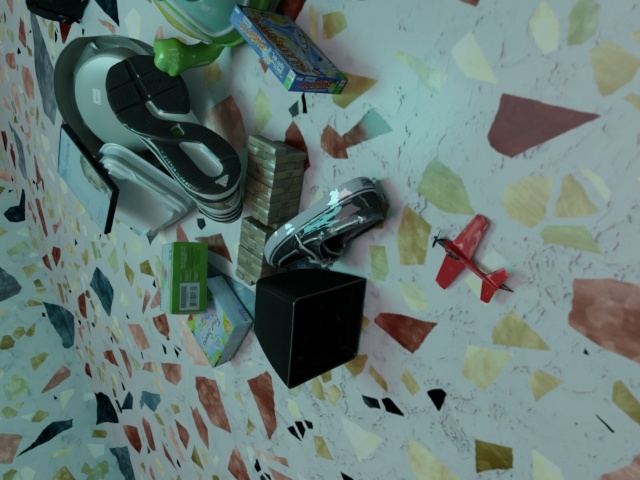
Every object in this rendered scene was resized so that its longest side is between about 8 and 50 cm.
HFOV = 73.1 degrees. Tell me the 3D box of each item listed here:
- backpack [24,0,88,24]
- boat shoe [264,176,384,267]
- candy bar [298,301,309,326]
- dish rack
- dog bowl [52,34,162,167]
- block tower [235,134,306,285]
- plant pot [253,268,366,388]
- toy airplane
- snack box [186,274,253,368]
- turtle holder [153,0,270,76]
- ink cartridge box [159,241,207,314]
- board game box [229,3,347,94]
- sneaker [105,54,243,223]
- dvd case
[{"bbox_3d":[-0.878,-0.803,1.413,0.151,0.181,0.115,-33,79,45],"label":"backpack"},{"bbox_3d":[0.003,0.000,0.850,0.306,0.113,0.105,-33,69,33],"label":"boat shoe"},{"bbox_3d":[-0.046,0.169,1.012,0.040,0.018,0.162,-20,88,45],"label":"candy bar"},{"bbox_3d":[-0.543,-0.119,1.244,0.285,0.073,0.332,37,142,-28],"label":"dish rack"},{"bbox_3d":[-0.508,-0.362,1.135,0.347,0.102,0.349,5,121,9],"label":"dog bowl"},{"bbox_3d":[-0.113,-0.058,0.960,0.090,0.097,0.336,30,123,34],"label":"block tower"},{"bbox_3d":[-0.038,0.152,0.886,0.166,0.187,0.188,25,116,43],"label":"plant pot"},{"bbox_3d":[0.239,0.040,0.693,0.151,0.028,0.152,17,115,41],"label":"toy airplane"},{"bbox_3d":[-0.293,0.232,1.230,0.175,0.070,0.207,51,132,23],"label":"snack box"},{"bbox_3d":[-0.239,-0.508,0.852,0.320,0.227,0.244,-19,89,45],"label":"turtle holder"},{"bbox_3d":[-0.407,0.106,1.225,0.255,0.096,0.189,-7,82,56],"label":"ink cartridge box"},{"bbox_3d":[-0.058,-0.347,0.790,0.201,0.136,0.035,53,131,18],"label":"board game box"},{"bbox_3d":[-0.332,-0.208,1.009,0.448,0.169,0.258,51,161,18],"label":"sneaker"},{"bbox_3d":[-0.631,-0.162,1.163,0.253,0.022,0.180,48,133,12],"label":"dvd case"}]
